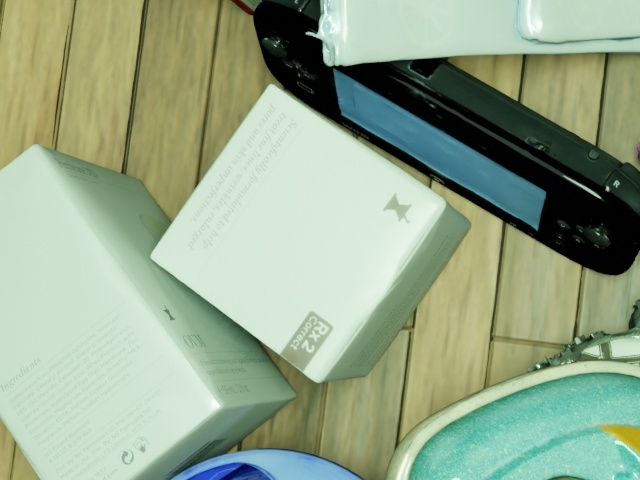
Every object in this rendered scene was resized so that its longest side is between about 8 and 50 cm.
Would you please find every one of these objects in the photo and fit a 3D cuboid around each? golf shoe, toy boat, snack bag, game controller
[{"bbox_3d":[0.220,0.104,1.088,0.198,0.077,0.094,-32,80,9],"label":"golf shoe"},{"bbox_3d":[0.187,0.239,0.985,0.267,0.148,0.318,-14,95,-23],"label":"toy boat"},{"bbox_3d":[0.135,-0.286,1.019,0.342,0.037,0.323,-7,98,-33],"label":"snack bag"},{"bbox_3d":[0.092,-0.075,1.082,0.319,0.166,0.067,32,71,12],"label":"game controller"}]

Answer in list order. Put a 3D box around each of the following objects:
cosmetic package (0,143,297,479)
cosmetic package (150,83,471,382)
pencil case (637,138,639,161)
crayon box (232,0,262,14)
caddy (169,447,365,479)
[{"bbox_3d":[-0.153,0.067,1.091,0.138,0.224,0.225,-39,80,7],"label":"cosmetic package"},{"bbox_3d":[0.000,0.000,1.085,0.151,0.183,0.151,35,93,12],"label":"cosmetic package"},{"bbox_3d":[0.295,-0.104,1.095,0.070,0.064,0.152,33,92,-2],"label":"pencil case"},{"bbox_3d":[-0.044,-0.348,1.030,0.106,0.363,0.313,2,86,13],"label":"crayon box"},{"bbox_3d":[-0.048,0.315,1.074,0.241,0.179,0.341,20,89,11],"label":"caddy"}]
